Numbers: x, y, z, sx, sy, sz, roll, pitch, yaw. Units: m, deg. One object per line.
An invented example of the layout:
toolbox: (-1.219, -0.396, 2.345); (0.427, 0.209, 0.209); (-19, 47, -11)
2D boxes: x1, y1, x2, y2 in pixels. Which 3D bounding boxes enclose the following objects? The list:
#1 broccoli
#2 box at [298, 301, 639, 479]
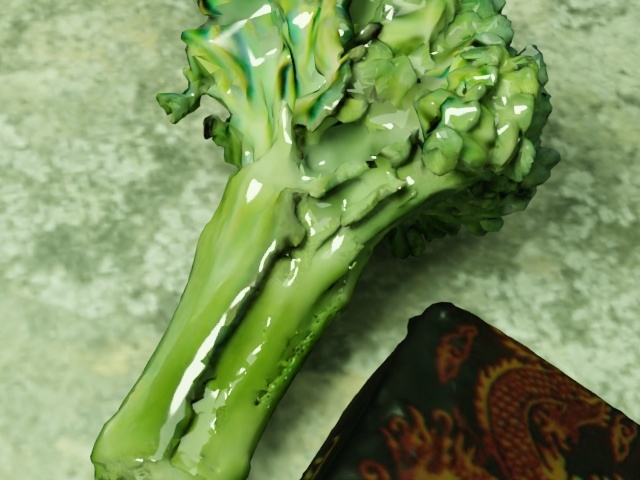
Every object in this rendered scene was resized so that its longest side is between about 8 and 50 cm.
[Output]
broccoli: (0.016, -0.006, 0.740); (0.177, 0.198, 0.274); (43, 49, -36)
box: (0.136, 0.234, 0.548); (0.415, 0.116, 0.264); (35, 47, 0)
